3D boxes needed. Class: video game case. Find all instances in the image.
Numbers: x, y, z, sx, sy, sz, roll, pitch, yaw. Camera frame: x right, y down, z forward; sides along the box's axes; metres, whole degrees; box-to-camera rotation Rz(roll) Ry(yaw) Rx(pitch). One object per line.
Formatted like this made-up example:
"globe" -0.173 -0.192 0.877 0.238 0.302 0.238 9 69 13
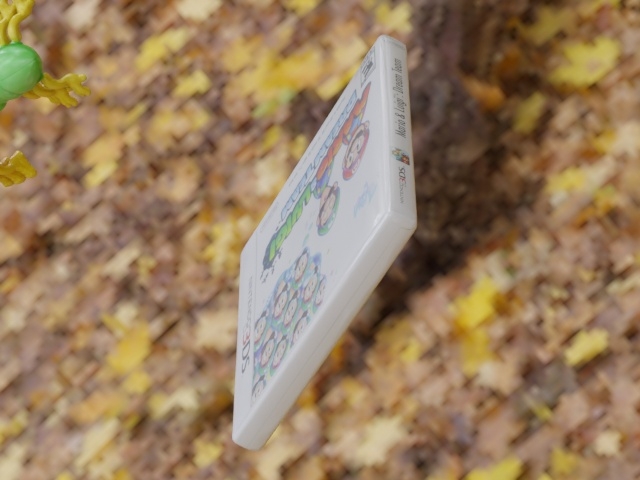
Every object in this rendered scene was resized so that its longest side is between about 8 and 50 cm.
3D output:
"video game case" 0.000 0.000 0.946 0.157 0.019 0.143 -56 20 34

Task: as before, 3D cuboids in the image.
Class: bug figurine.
"bug figurine" -0.291 -0.145 1.393 0.216 0.279 0.072 -22 19 47
